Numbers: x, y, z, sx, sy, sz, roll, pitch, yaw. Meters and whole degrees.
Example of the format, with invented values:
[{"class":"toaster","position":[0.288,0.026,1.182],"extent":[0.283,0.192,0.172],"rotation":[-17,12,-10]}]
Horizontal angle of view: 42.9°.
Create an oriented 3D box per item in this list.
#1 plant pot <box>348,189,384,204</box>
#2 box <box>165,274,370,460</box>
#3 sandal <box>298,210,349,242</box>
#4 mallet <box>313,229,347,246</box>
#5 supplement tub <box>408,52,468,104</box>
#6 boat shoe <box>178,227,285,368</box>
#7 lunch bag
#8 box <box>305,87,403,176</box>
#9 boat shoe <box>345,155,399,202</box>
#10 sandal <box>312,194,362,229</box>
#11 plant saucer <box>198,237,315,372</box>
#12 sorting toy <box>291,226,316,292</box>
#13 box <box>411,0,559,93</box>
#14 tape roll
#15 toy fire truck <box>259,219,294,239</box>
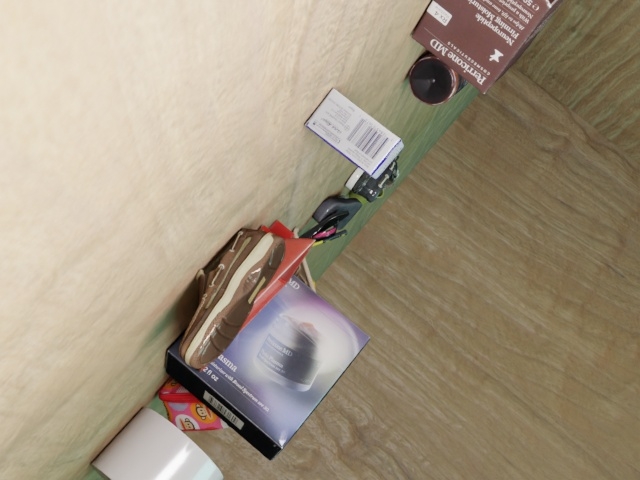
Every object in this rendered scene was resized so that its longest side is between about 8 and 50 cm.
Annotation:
[{"class":"plant pot","position":[0.123,-0.135,2.304],"extent":[0.079,0.083,0.083],"rotation":[-40,-178,37]},{"class":"box","position":[-0.111,0.231,1.667],"extent":[0.294,0.296,0.182],"rotation":[-49,174,-25]},{"class":"sandal","position":[-0.001,-0.014,1.987],"extent":[0.179,0.040,0.067],"rotation":[-33,165,-5]},{"class":"mallet","position":[0.000,0.000,2.100],"extent":[0.190,0.039,0.062],"rotation":[-24,161,-31]},{"class":"supplement tub","position":[0.265,-0.358,1.730],"extent":[0.106,0.106,0.198],"rotation":[-54,173,33]},{"class":"boat shoe","position":[-0.158,0.085,1.294],"extent":[0.257,0.095,0.095],"rotation":[-55,158,-31]},{"class":"lunch bag","position":[-0.201,0.327,1.887],"extent":[0.258,0.120,0.293],"rotation":[-7,-162,30]},{"class":"box","position":[0.055,-0.159,1.239],"extent":[0.072,0.126,0.137],"rotation":[-52,174,6]},{"class":"boat shoe","position":[0.159,-0.174,2.193],"extent":[0.114,0.091,0.302],"rotation":[-54,174,33]},{"class":"sandal","position":[0.042,-0.084,2.086],"extent":[0.097,0.054,0.254],"rotation":[-48,164,9]},{"class":"plant saucer","position":[-0.133,0.109,1.470],"extent":[0.259,0.048,0.258],"rotation":[-45,176,-24]},{"class":"sorting toy","position":[-0.061,0.102,1.899],"extent":[0.038,0.208,0.193],"rotation":[1,148,-24]},{"class":"box","position":[0.295,-0.396,1.366],"extent":[0.167,0.168,0.203],"rotation":[-46,173,-42]},{"class":"tape roll","position":[-0.360,0.513,1.806],"extent":[0.169,0.246,0.246],"rotation":[-48,174,-24]},{"class":"toy fire truck","position":[-0.123,0.032,1.516],"extent":[0.192,0.047,0.135],"rotation":[-48,175,-17]}]
